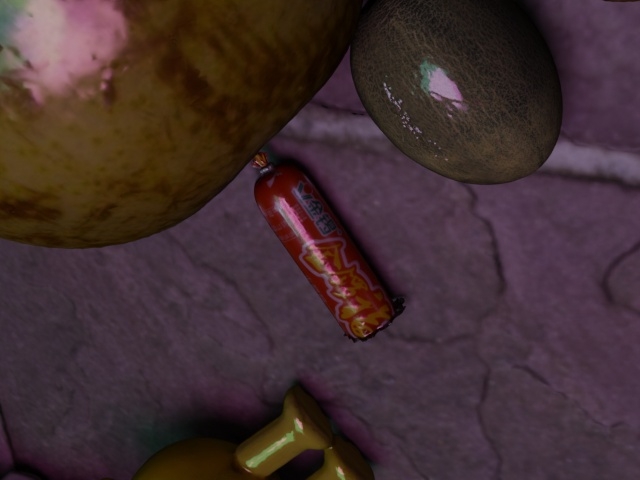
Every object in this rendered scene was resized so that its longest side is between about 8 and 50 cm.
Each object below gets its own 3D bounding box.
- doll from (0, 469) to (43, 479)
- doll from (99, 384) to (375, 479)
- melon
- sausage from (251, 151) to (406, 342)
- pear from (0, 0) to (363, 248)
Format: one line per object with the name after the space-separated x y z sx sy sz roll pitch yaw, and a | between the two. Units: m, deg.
-0.310 0.286 0.826 0.243 0.159 0.311 33 163 32 | doll
-0.121 0.273 0.697 0.363 0.145 0.199 -39 97 9 | doll
0.074 -0.086 0.462 0.098 0.098 0.130 -34 104 36 | melon
0.000 0.000 0.584 0.050 0.048 0.145 -27 105 28 | sausage
-0.120 -0.136 0.411 0.284 0.283 0.283 11 124 17 | pear
